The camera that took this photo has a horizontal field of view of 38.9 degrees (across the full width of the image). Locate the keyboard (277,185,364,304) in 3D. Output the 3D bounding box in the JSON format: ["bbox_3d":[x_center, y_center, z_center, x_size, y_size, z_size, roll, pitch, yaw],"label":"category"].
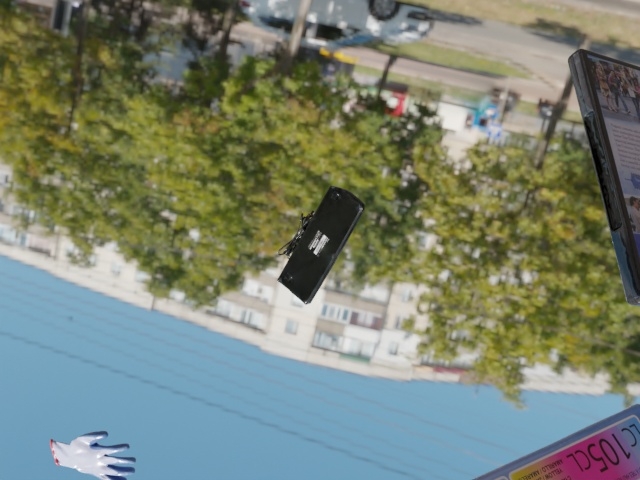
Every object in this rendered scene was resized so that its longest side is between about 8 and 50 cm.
[{"bbox_3d":[0.000,0.000,1.438,0.100,0.192,0.038,40,-161,28],"label":"keyboard"}]

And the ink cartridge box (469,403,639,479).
[{"bbox_3d":[0.272,0.385,0.825,0.270,0.151,0.395,-15,-113,-31],"label":"ink cartridge box"}]

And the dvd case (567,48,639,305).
[{"bbox_3d":[0.325,-0.052,0.849,0.180,0.253,0.022,8,153,-30],"label":"dvd case"}]

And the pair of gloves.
[{"bbox_3d":[-0.357,0.396,1.469,0.159,0.198,0.023,-3,-162,25],"label":"pair of gloves"}]
